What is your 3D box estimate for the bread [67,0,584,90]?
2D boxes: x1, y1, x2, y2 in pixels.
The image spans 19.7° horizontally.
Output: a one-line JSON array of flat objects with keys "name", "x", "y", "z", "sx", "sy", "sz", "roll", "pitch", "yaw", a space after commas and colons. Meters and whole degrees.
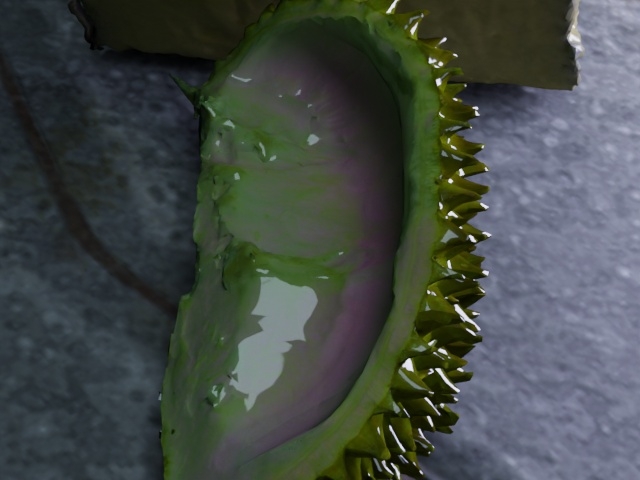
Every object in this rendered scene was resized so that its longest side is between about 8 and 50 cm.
[{"name": "bread", "x": -0.003, "y": -0.253, "z": 1.062, "sx": 0.405, "sy": 0.345, "sz": 0.242, "roll": 2, "pitch": 51, "yaw": -6}]

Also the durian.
[{"name": "durian", "x": 0.000, "y": 0.000, "z": 0.935, "sx": 0.169, "sy": 0.158, "sz": 0.351, "roll": 1, "pitch": 51, "yaw": -3}]
